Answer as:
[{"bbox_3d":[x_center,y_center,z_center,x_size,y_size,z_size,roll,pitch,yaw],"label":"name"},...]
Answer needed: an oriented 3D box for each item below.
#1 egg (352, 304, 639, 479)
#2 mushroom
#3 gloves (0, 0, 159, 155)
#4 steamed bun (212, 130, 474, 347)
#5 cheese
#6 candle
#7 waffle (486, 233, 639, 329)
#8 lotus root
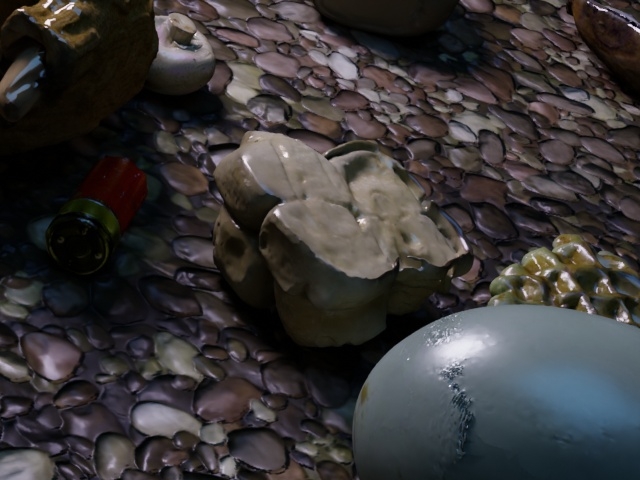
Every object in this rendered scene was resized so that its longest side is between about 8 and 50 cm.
[{"bbox_3d":[0.156,0.147,1.031,0.283,0.203,0.203,22,33,-7],"label":"egg"},{"bbox_3d":[-0.130,-0.164,1.427,0.084,0.067,0.083,21,33,-14],"label":"mushroom"},{"bbox_3d":[-0.209,-0.181,1.283,0.155,0.203,0.356,0,31,7],"label":"gloves"},{"bbox_3d":[0.000,0.000,1.242,0.192,0.106,0.177,46,35,18],"label":"steamed bun"},{"bbox_3d":[0.058,-0.289,1.691,0.175,0.091,0.202,10,34,-17],"label":"cheese"},{"bbox_3d":[-0.163,-0.027,1.231,0.052,0.052,0.130,22,33,-1],"label":"candle"},{"bbox_3d":[0.232,0.075,1.311,0.204,0.054,0.223,31,35,14],"label":"waffle"},{"bbox_3d":[0.386,-0.159,1.718,0.329,0.078,0.167,34,12,20],"label":"lotus root"}]
